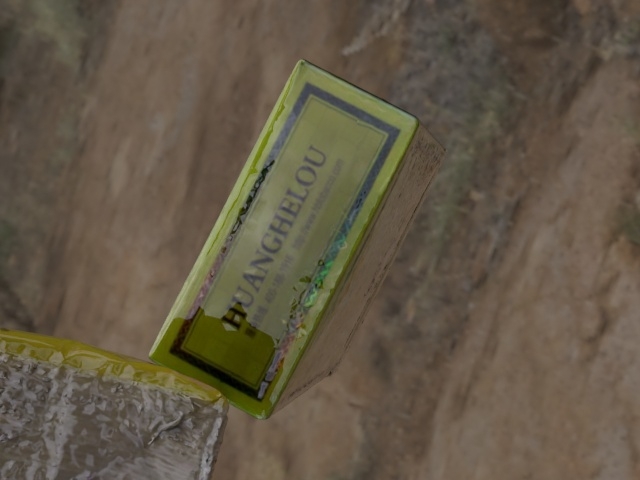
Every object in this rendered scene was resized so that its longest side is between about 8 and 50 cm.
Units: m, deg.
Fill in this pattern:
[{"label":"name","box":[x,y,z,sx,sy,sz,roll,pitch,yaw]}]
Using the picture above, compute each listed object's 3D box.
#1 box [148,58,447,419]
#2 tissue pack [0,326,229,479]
[{"label":"box","box":[-0.001,0.000,0.692,0.141,0.064,0.220,-64,-5,3]},{"label":"tissue pack","box":[-0.106,0.090,0.563,0.169,0.120,0.082,120,163,-71]}]
